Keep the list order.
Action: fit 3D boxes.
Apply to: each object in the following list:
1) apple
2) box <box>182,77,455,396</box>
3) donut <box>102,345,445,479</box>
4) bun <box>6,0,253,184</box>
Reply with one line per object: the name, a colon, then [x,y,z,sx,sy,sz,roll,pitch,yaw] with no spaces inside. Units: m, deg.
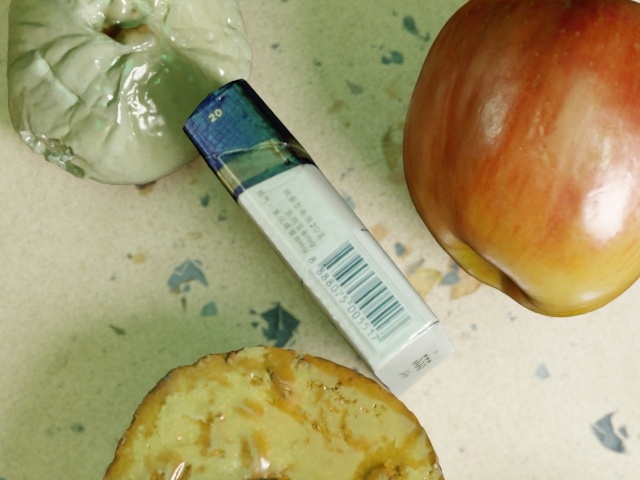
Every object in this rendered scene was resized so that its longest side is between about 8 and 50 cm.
apple: [0.180,-0.072,1.508,0.242,0.242,0.241,21,82,12]
box: [0.000,0.000,1.548,0.071,0.168,0.259,-37,76,0]
donut: [-0.031,0.223,1.529,0.278,0.108,0.277,-1,77,6]
bun: [-0.166,-0.156,1.622,0.220,0.134,0.220,-1,75,4]
